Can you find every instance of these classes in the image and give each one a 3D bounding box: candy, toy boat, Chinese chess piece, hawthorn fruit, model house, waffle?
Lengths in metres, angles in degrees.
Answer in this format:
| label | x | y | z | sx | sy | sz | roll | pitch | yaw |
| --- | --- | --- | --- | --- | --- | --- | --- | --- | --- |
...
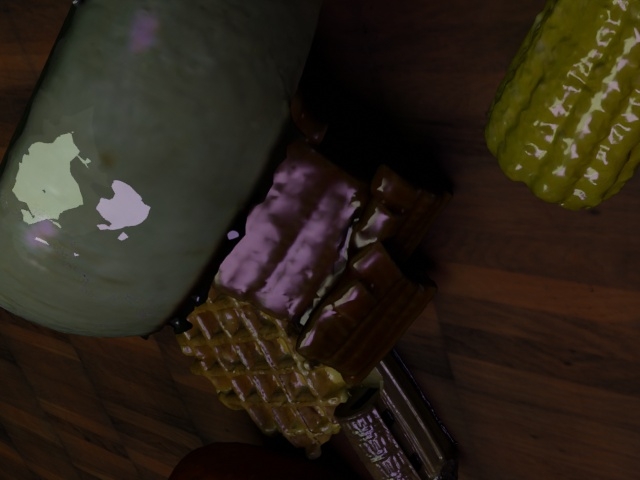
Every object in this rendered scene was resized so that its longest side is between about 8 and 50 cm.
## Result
| label | x | y | z | sx | sy | sz | roll | pitch | yaw |
| --- | --- | --- | --- | --- | --- | --- | --- | --- | --- |
| candy | 0.175 | -0.118 | 0.526 | 0.199 | 0.094 | 0.106 | 113 | 147 | -43 |
| toy boat | 0.062 | 0.174 | 0.904 | 0.068 | 0.088 | 0.226 | -14 | 112 | 51 |
| Chinese chess piece | -0.126 | -0.101 | 0.648 | 0.146 | 0.349 | 0.349 | 23 | 149 | -21 |
| hawthorn fruit | -0.046 | 0.372 | 1.045 | 0.330 | 0.287 | 0.287 | -8 | 116 | 42 |
| model house | -0.001 | -0.001 | 0.766 | 0.229 | 0.199 | 0.219 | 31 | -171 | -19 |
| waffle | -0.073 | 0.107 | 1.008 | 0.281 | 0.058 | 0.301 | 16 | 132 | 36 |
